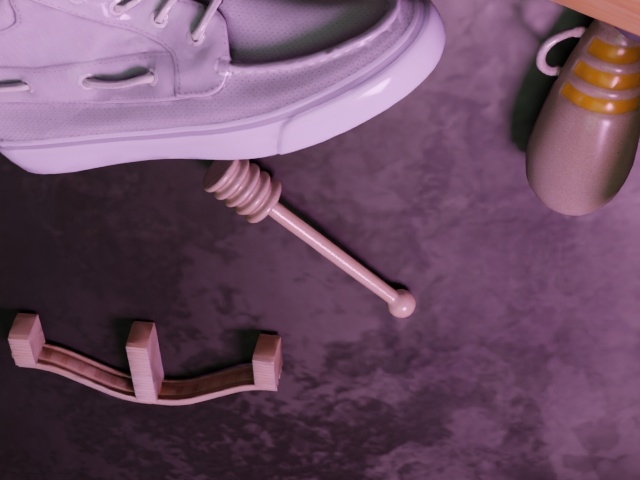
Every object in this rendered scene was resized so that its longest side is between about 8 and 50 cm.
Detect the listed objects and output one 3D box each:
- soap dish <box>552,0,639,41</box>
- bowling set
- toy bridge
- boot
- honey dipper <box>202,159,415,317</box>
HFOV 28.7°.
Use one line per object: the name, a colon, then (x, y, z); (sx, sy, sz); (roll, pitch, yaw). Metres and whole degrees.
soap dish: (0.050, -0.203, 0.415); (0.291, 0.229, 0.118); (20, 150, -8)
bowling set: (0.242, -0.013, 0.578); (0.287, 0.200, 0.154); (7, 133, -2)
toy bridge: (-0.119, 0.084, 0.849); (0.188, 0.026, 0.063); (4, 135, 7)
boot: (-0.078, -0.107, 0.606); (0.258, 0.095, 0.123); (-10, 138, 20)
honey dipper: (0.000, 0.000, 0.747); (0.160, 0.030, 0.030); (35, 130, -27)
